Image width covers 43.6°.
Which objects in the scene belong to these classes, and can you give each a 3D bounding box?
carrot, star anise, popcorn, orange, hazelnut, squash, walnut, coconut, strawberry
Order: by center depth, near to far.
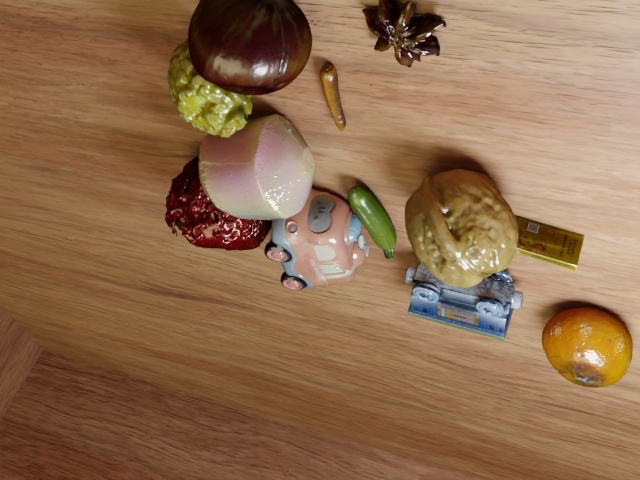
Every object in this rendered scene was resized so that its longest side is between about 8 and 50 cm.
[{"bbox_3d":[0.144,-0.371,1.430,0.167,0.057,0.168,17,149,10],"label":"star anise"},{"bbox_3d":[-0.125,-0.378,1.485,0.229,0.230,0.229,18,150,11],"label":"hazelnut"},{"bbox_3d":[-0.218,-0.323,1.647,0.169,0.189,0.218,0,143,24],"label":"popcorn"},{"bbox_3d":[0.029,-0.293,1.666,0.037,0.037,0.190,13,153,19],"label":"carrot"},{"bbox_3d":[0.297,-0.033,1.708,0.224,0.257,0.257,-31,124,27],"label":"walnut"},{"bbox_3d":[-0.126,-0.161,1.802,0.245,0.233,0.233,-1,143,27],"label":"coconut"},{"bbox_3d":[0.137,-0.048,1.948,0.066,0.066,0.252,2,145,34],"label":"squash"},{"bbox_3d":[0.658,0.268,1.982,0.224,0.170,0.224,17,148,11],"label":"orange"},{"bbox_3d":[-0.253,-0.099,1.997,0.274,0.274,0.221,19,119,8],"label":"strawberry"}]

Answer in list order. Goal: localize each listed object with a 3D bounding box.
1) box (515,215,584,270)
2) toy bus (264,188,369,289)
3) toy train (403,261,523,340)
[{"bbox_3d":[0.494,0.005,1.758,0.156,0.089,0.022,16,147,10],"label":"box"},{"bbox_3d":[0.000,0.000,2.010,0.232,0.194,0.288,3,145,18],"label":"toy bus"},{"bbox_3d":[0.359,0.146,2.040,0.299,0.131,0.202,15,151,16],"label":"toy train"}]
